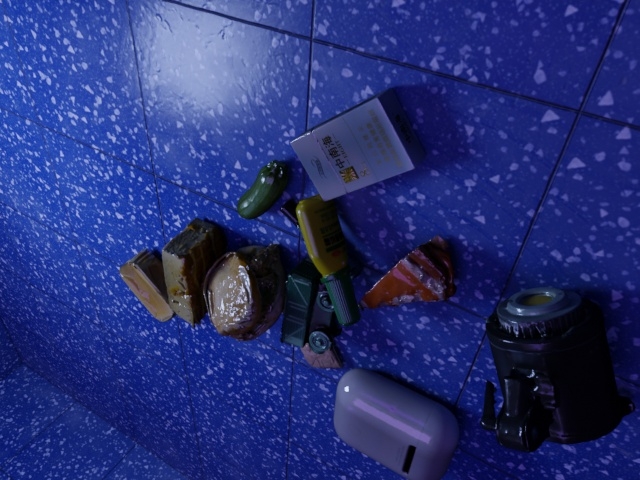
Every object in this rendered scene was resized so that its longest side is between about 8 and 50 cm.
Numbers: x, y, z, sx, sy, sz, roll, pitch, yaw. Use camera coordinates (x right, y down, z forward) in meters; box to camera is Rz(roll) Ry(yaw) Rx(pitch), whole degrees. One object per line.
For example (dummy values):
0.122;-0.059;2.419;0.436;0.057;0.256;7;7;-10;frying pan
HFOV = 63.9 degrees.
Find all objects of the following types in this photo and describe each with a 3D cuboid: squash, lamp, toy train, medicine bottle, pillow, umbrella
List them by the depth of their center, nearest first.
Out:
0.440;0.223;0.969;0.205;0.374;0.272;-4;87;46;lamp
0.025;0.046;1.171;0.076;0.111;0.308;-8;103;44;medicine bottle
-0.139;-0.117;1.242;0.077;0.068;0.219;47;136;4;squash
-0.001;0.001;1.242;0.250;0.053;0.052;43;138;-1;umbrella
-0.016;0.178;1.324;0.154;0.115;0.269;17;123;14;toy train
-0.024;0.281;1.484;0.126;0.043;0.232;-12;112;36;pillow

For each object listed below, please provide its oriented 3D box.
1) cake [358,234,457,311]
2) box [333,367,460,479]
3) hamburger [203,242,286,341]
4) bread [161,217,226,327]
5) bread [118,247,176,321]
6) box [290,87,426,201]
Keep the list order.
0.190;0.105;1.147;0.135;0.098;0.287;47;136;-3;cake
0.199;0.514;1.422;0.349;0.141;0.288;22;131;22;box
-0.203;0.131;1.375;0.243;0.146;0.286;30;107;40;hamburger
-0.355;0.092;1.483;0.114;0.184;0.274;18;131;17;bread
-0.553;0.151;1.727;0.136;0.107;0.241;-30;102;43;bread
0.070;-0.185;1.037;0.243;0.067;0.155;-18;108;43;box
